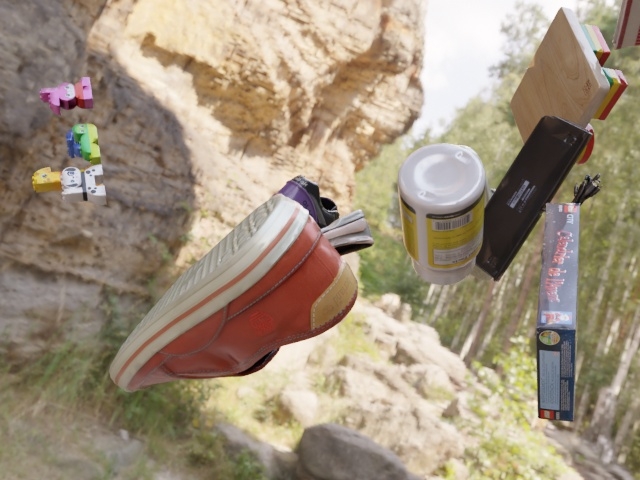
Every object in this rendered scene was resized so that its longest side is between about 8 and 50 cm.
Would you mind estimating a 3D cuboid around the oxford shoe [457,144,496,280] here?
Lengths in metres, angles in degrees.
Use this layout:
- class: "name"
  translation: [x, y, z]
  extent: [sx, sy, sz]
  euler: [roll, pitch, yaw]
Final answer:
- class: "oxford shoe"
  translation: [0.417, -0.083, 2.032]
  extent: [0.169, 0.130, 0.449]
  euler: [28, -28, 44]

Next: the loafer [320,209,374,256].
- class: "loafer"
  translation: [0.002, 0.010, 0.732]
  extent: [0.039, 0.125, 0.045]
  euler: [58, -33, 5]

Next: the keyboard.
- class: "keyboard"
  translation: [0.396, -0.064, 1.394]
  extent: [0.033, 0.317, 0.201]
  euler: [19, 17, -36]

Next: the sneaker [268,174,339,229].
- class: "sneaker"
  translation: [0.000, 0.000, 1.275]
  extent: [0.107, 0.124, 0.283]
  euler: [31, -15, 32]

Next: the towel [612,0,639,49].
- class: "towel"
  translation: [0.695, -0.461, 1.344]
  extent: [0.329, 0.037, 0.237]
  euler: [-11, -36, 2]

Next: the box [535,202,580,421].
- class: "box"
  translation: [0.300, 0.084, 0.959]
  extent: [0.044, 0.233, 0.159]
  euler: [1, -51, 19]

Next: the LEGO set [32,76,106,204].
- class: "LEGO set"
  translation: [-0.357, -0.117, 1.067]
  extent: [0.093, 0.227, 0.087]
  euler: [-7, -36, -16]

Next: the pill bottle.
- class: "pill bottle"
  translation: [0.176, -0.030, 1.107]
  extent: [0.119, 0.119, 0.208]
  euler: [17, -31, 20]

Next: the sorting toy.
- class: "sorting toy"
  translation: [0.501, -0.286, 1.541]
  extent: [0.089, 0.257, 0.255]
  euler: [5, -41, -13]

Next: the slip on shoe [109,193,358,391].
- class: "slip on shoe"
  translation: [-0.086, 0.073, 0.638]
  extent: [0.101, 0.123, 0.331]
  euler: [42, -40, -11]
